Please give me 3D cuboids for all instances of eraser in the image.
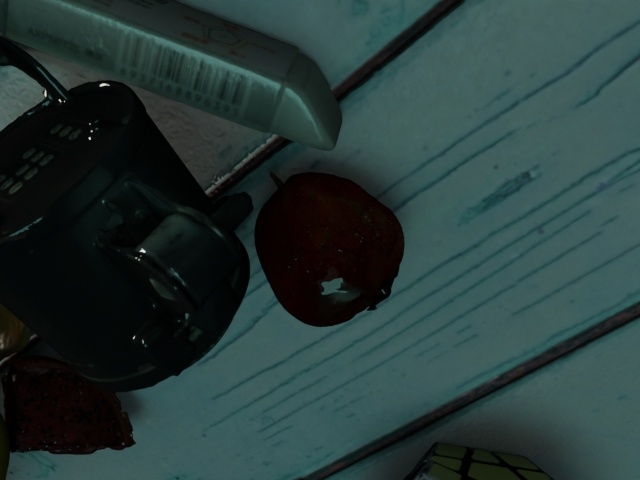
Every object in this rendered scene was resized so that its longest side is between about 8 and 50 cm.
[{"bbox_3d":[-0.141,-0.173,0.613,0.351,0.089,0.061,20,125,-5],"label":"eraser"}]

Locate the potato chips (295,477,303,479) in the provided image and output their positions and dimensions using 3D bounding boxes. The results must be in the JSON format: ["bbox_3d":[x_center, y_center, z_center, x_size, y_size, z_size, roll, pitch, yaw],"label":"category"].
[{"bbox_3d":[-0.119,0.360,0.985,0.203,0.026,0.037,-8,118,13],"label":"potato chips"}]

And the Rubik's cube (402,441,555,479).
[{"bbox_3d":[0.183,0.403,0.831,0.318,0.264,0.319,3,123,5],"label":"Rubik's cube"}]

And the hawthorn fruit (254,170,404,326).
[{"bbox_3d":[0.000,0.000,0.689,0.172,0.148,0.148,45,120,11],"label":"hawthorn fruit"}]

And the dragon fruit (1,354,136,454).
[{"bbox_3d":[-0.323,0.213,0.894,0.161,0.127,0.120,8,168,-26],"label":"dragon fruit"}]

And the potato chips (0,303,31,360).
[{"bbox_3d":[-0.427,0.052,0.807,0.208,0.062,0.195,15,120,-2],"label":"potato chips"}]

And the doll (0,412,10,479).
[{"bbox_3d":[-0.480,0.269,0.843,0.348,0.161,0.423,26,126,38],"label":"doll"}]

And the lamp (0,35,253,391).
[{"bbox_3d":[-0.204,0.001,0.651,0.374,0.205,0.272,29,155,27],"label":"lamp"}]
